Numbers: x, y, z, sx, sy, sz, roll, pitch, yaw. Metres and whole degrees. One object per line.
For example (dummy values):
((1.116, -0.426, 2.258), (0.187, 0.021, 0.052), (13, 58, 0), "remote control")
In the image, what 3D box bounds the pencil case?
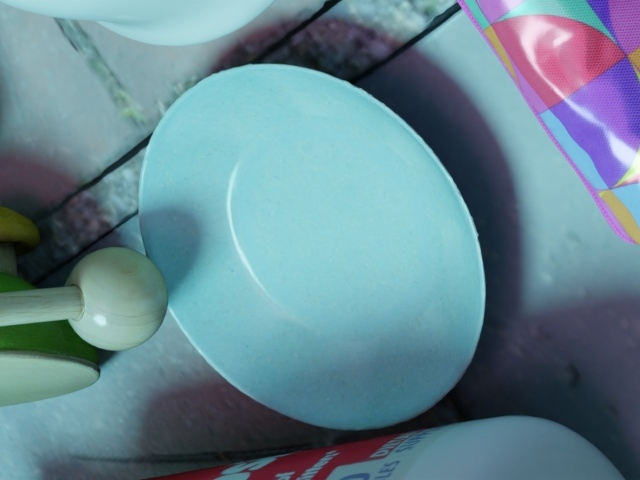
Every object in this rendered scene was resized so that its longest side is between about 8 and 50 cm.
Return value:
((0.103, -0.105, 0.759), (0.104, 0.104, 0.236), (-38, 90, 39), "pencil case")

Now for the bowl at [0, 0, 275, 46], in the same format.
((-0.126, -0.219, 0.766), (0.298, 0.134, 0.297), (19, 116, 44), "bowl")

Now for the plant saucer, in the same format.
((0.000, 0.000, 0.914), (0.195, 0.037, 0.195), (14, 119, 26), "plant saucer")

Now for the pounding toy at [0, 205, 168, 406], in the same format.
((-0.201, 0.022, 0.988), (0.237, 0.183, 0.110), (-25, 67, 56), "pounding toy")

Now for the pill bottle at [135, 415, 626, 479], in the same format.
((-0.043, 0.226, 0.932), (0.408, 0.229, 0.229), (-15, 105, 36), "pill bottle")
